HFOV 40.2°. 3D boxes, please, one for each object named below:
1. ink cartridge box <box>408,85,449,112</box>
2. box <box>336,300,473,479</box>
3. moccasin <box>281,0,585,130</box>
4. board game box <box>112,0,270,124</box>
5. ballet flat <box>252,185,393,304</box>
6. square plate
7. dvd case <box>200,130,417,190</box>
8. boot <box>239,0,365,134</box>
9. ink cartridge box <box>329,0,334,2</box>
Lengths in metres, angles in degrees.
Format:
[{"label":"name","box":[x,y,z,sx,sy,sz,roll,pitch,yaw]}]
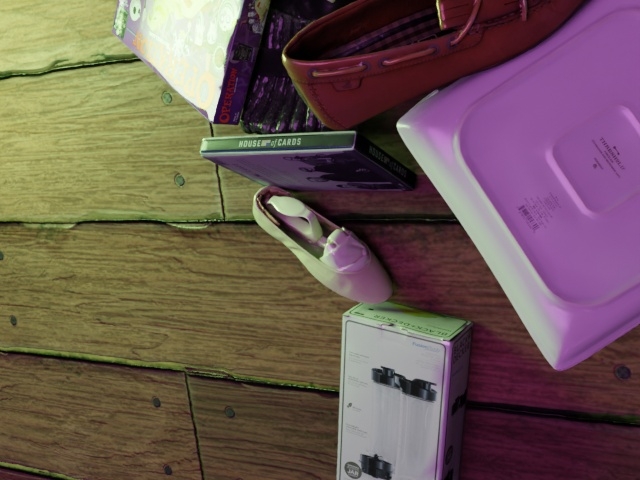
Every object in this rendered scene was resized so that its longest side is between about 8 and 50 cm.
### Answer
[{"label":"ink cartridge box","box":[0.173,-0.143,1.077,0.052,0.122,0.088,-34,84,34]},{"label":"box","box":[0.117,0.241,1.245,0.169,0.087,0.289,10,110,30]},{"label":"moccasin","box":[0.136,-0.263,0.954,0.380,0.147,0.139,-21,54,13]},{"label":"board game box","box":[-0.189,-0.326,1.221,0.347,0.056,0.208,42,128,42]},{"label":"ballet flat","box":[0.000,0.000,1.243,0.248,0.086,0.086,34,119,19]},{"label":"square plate","box":[0.315,-0.085,0.965,0.344,0.049,0.347,-33,85,7]},{"label":"dvd case","box":[-0.015,-0.102,1.179,0.239,0.179,0.029,3,78,31]},{"label":"boot","box":[0.039,-0.259,1.105,0.348,0.131,0.260,2,92,42]},{"label":"ink cartridge box","box":[-0.030,-0.476,1.012,0.272,0.130,0.309,-55,48,16]}]
